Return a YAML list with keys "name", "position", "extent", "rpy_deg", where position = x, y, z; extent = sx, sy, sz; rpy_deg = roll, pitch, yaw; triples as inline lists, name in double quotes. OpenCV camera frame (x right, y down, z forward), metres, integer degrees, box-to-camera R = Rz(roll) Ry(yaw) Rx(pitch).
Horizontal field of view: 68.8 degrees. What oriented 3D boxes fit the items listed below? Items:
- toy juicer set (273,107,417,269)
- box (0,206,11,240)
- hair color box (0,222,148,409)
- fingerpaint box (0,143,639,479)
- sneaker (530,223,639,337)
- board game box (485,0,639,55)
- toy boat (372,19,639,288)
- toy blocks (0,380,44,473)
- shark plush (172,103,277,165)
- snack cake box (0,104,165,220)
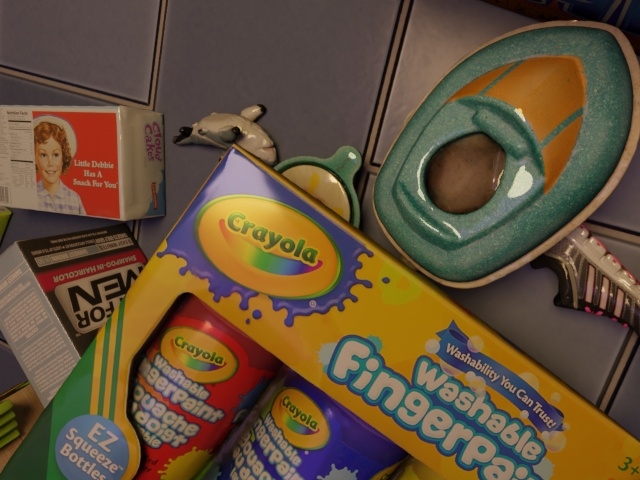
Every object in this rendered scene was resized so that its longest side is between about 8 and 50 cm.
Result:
- name: "toy juicer set"
  position: [0.000, 0.000, 0.564]
  extent: [0.329, 0.089, 0.209]
  rpy_deg: [-20, 92, 23]
- name: "box"
  position: [-0.632, -0.009, 0.842]
  extent: [0.109, 0.042, 0.178]
  rpy_deg: [38, 110, 12]
- name: "hair color box"
  position: [-0.281, 0.171, 0.656]
  extent: [0.113, 0.185, 0.375]
  rpy_deg: [-31, 88, 23]
- name: "fingerpaint box"
  position: [0.001, 0.191, 0.459]
  extent: [0.444, 0.163, 0.371]
  rpy_deg: [37, 94, -2]
- name: "sneaker"
  position: [0.283, 0.056, 0.477]
  extent: [0.075, 0.063, 0.170]
  rpy_deg: [-44, 78, 22]
- name: "board game box"
  position: [0.237, -0.342, 0.260]
  extent: [0.356, 0.356, 0.356]
  rpy_deg: [28, 108, 15]
- name: "toy boat"
  position: [0.202, -0.039, 0.399]
  extent: [0.318, 0.148, 0.267]
  rpy_deg: [45, 110, 22]
- name: "toy blocks"
  position: [-0.437, 0.361, 0.675]
  extent: [0.381, 0.190, 0.261]
  rpy_deg: [-26, 96, 37]
- name: "shark plush"
  position: [-0.136, -0.127, 0.617]
  extent: [0.161, 0.073, 0.067]
  rpy_deg: [-2, 129, 18]
- name: "snack cake box"
  position: [-0.363, -0.118, 0.688]
  extent: [0.264, 0.089, 0.152]
  rpy_deg: [7, 101, 20]
